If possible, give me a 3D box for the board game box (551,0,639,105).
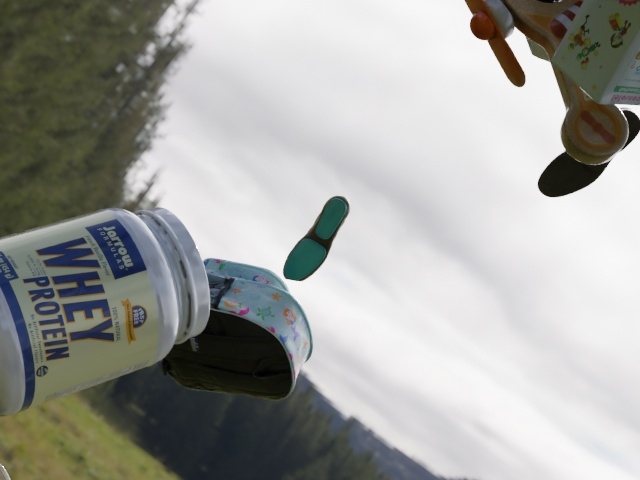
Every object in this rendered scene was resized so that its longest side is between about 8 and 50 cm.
[{"bbox_3d":[0.418,-0.290,1.345,0.224,0.303,0.097,0,38,-36],"label":"board game box"}]

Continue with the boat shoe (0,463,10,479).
[{"bbox_3d":[-0.551,0.454,2.079,0.063,0.170,0.059,1,13,25],"label":"boat shoe"}]

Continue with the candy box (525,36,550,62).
[{"bbox_3d":[0.357,-0.394,1.839,0.071,0.159,0.233,33,-17,40],"label":"candy box"}]

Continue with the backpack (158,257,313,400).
[{"bbox_3d":[-0.136,0.156,2.116,0.253,0.191,0.225,11,-47,26],"label":"backpack"}]

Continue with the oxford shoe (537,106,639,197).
[{"bbox_3d":[0.468,-0.153,2.165,0.076,0.212,0.076,47,19,-11],"label":"oxford shoe"}]

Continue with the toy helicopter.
[{"bbox_3d":[0.303,-0.262,1.603,0.140,0.235,0.355,105,-25,-69],"label":"toy helicopter"}]

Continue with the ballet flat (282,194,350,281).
[{"bbox_3d":[0.000,0.000,2.044,0.057,0.168,0.052,37,6,8],"label":"ballet flat"}]

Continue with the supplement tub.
[{"bbox_3d":[-0.343,0.088,1.730,0.235,0.325,0.235,32,-49,46],"label":"supplement tub"}]
